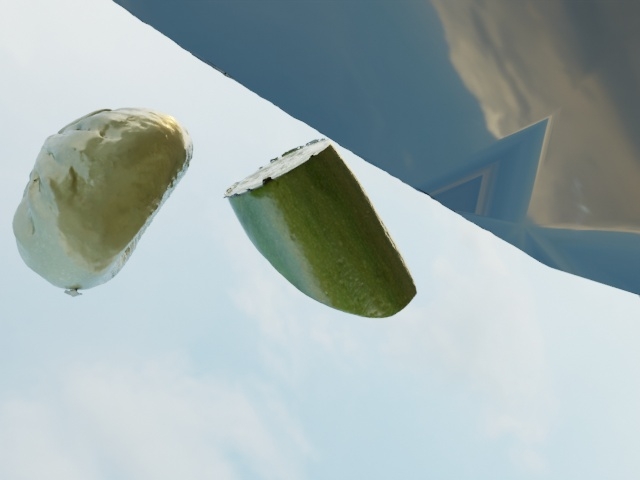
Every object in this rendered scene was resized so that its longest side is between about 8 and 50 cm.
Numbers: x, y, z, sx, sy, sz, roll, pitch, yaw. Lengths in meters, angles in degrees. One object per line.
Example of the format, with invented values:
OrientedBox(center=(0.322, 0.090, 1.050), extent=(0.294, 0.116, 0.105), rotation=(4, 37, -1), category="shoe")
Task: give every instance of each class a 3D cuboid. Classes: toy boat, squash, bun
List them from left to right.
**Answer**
OrientedBox(center=(-0.266, -0.063, 1.287), extent=(0.160, 0.259, 0.259), rotation=(37, -138, -6), category="bun")
OrientedBox(center=(0.000, 0.000, 1.562), extent=(0.260, 0.189, 0.189), rotation=(60, -144, -13), category="squash")
OrientedBox(center=(0.037, -0.106, 0.349), extent=(0.299, 0.134, 0.092), rotation=(33, -141, -2), category="toy boat")

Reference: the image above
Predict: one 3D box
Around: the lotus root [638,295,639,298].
OrientedBox(center=(0.283, -0.008, 0.769), extent=(0.154, 0.154, 0.278), rotation=(13, -107, -53), category="lotus root")
